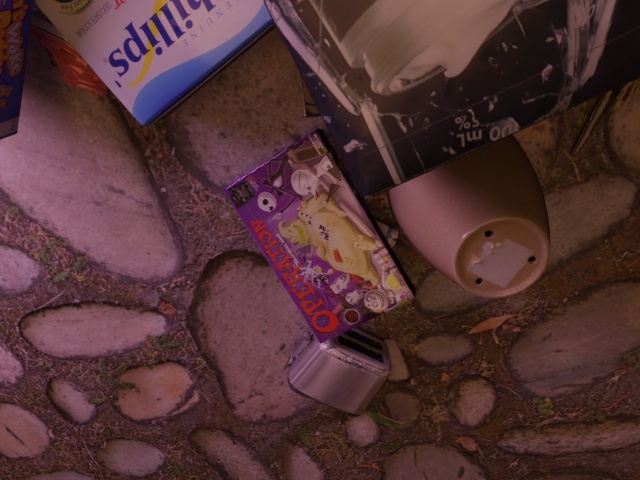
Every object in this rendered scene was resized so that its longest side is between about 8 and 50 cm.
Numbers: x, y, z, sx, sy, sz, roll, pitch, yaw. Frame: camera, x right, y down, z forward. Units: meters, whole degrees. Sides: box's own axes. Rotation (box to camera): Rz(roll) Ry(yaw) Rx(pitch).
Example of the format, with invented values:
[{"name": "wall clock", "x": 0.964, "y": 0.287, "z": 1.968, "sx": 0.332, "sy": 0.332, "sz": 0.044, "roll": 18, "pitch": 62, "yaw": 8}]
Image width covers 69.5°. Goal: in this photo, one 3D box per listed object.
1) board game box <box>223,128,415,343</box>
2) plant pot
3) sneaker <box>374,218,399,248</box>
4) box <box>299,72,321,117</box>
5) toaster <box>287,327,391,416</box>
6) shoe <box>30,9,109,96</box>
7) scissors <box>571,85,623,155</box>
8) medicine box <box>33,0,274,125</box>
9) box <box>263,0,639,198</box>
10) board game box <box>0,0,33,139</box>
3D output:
[{"name": "board game box", "x": 0.000, "y": 0.000, "z": 0.845, "sx": 0.208, "sy": 0.056, "sz": 0.346, "roll": -29, "pitch": 98, "yaw": 20}, {"name": "plant pot", "x": 0.247, "y": -0.036, "z": 0.732, "sx": 0.257, "sy": 0.274, "sz": 0.256, "roll": 1, "pitch": 118, "yaw": 2}, {"name": "sneaker", "x": 0.066, "y": 0.033, "z": 0.900, "sx": 0.083, "sy": 0.071, "sz": 0.190, "roll": 34, "pitch": 108, "yaw": -5}, {"name": "box", "x": 0.082, "y": -0.361, "z": 0.682, "sx": 0.257, "sy": 0.079, "sz": 0.322, "roll": -5, "pitch": 117, "yaw": 3}, {"name": "toaster", "x": 0.051, "y": 0.271, "z": 0.984, "sx": 0.227, "sy": 0.129, "sz": 0.146, "roll": 27, "pitch": 113, "yaw": -10}, {"name": "shoe", "x": -0.419, "y": -0.303, "z": 0.741, "sx": 0.178, "sy": 0.063, "sz": 0.081, "roll": 24, "pitch": 111, "yaw": -14}, {"name": "scissors", "x": 0.483, "y": -0.281, "z": 0.738, "sx": 0.109, "sy": 0.021, "sz": 0.297, "roll": 30, "pitch": 116, "yaw": -15}, {"name": "medicine box", "x": -0.234, "y": -0.365, "z": 0.653, "sx": 0.263, "sy": 0.149, "sz": 0.289, "roll": -32, "pitch": 111, "yaw": 18}, {"name": "box", "x": 0.152, "y": -0.379, "z": 0.467, "sx": 0.480, "sy": 0.297, "sz": 0.471, "roll": -24, "pitch": 116, "yaw": 14}, {"name": "board game box", "x": -0.493, "y": -0.325, "z": 0.573, "sx": 0.233, "sy": 0.078, "sz": 0.347, "roll": 28, "pitch": 121, "yaw": -5}]
